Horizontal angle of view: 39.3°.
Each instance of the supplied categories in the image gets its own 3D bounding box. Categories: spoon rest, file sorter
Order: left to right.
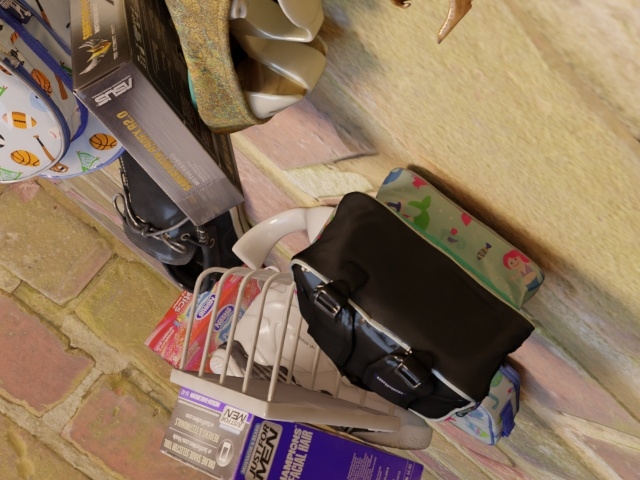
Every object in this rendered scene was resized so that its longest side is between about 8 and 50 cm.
[{"bbox_3d":[-0.041,0.132,1.167,0.193,0.173,0.278,14,173,-31],"label":"file sorter"},{"bbox_3d":[0.000,0.000,1.175,0.276,0.084,0.137,2,145,46],"label":"spoon rest"}]

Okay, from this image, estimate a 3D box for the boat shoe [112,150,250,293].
[{"bbox_3d":[-0.230,-0.048,1.409,0.187,0.156,0.500,35,165,20],"label":"boat shoe"}]

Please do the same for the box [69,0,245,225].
[{"bbox_3d":[-0.152,-0.153,0.819,0.183,0.056,0.231,53,-165,-46],"label":"box"}]

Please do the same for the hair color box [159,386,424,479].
[{"bbox_3d":[-0.035,0.312,1.286,0.339,0.110,0.185,25,167,-38],"label":"hair color box"}]

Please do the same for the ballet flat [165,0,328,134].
[{"bbox_3d":[-0.050,-0.162,0.676,0.123,0.123,0.348,35,166,14],"label":"ballet flat"}]

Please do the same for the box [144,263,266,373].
[{"bbox_3d":[-0.205,0.150,1.762,0.128,0.257,0.122,23,162,47],"label":"box"}]

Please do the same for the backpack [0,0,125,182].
[{"bbox_3d":[-0.308,-0.183,0.937,0.277,0.213,0.263,-12,142,42],"label":"backpack"}]

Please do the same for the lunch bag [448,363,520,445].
[{"bbox_3d":[0.195,0.198,1.253,0.176,0.090,0.219,33,165,26],"label":"lunch bag"}]

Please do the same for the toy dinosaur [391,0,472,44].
[{"bbox_3d":[0.046,-0.170,0.486,0.112,0.064,0.211,41,166,-6],"label":"toy dinosaur"}]

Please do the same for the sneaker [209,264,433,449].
[{"bbox_3d":[0.024,0.178,1.390,0.366,0.210,0.137,20,171,16],"label":"sneaker"}]

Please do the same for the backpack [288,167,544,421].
[{"bbox_3d":[0.085,0.065,0.884,0.225,0.191,0.253,38,160,11],"label":"backpack"}]
